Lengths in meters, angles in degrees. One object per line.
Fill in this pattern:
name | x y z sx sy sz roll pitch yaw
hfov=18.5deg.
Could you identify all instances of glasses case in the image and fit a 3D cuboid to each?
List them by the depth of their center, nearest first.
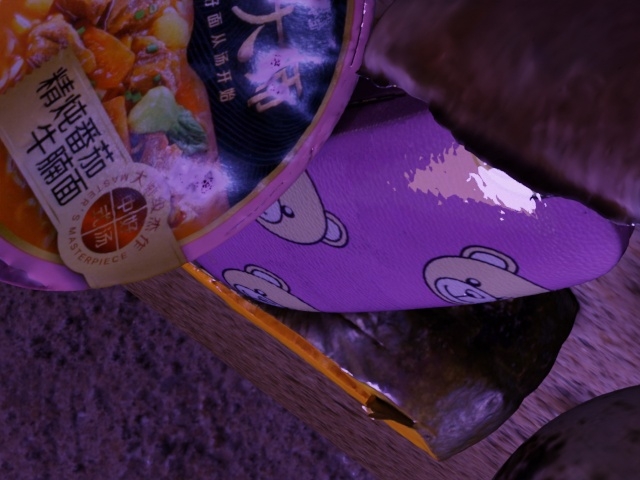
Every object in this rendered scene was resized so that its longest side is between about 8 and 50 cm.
glasses case | 0.025 -0.021 1.003 0.316 0.076 0.123 -7 131 52

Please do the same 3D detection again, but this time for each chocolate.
chocolate | 0.150 -0.027 0.565 0.185 0.100 0.303 14 -172 -30

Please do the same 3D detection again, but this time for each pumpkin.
pumpkin | 0.000 0.000 1.229 0.317 0.139 0.222 39 174 21

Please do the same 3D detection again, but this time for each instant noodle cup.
instant noodle cup | -0.140 -0.135 0.921 0.255 0.244 0.244 42 174 39

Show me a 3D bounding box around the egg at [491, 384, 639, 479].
egg | 0.208 0.226 1.027 0.288 0.287 0.379 29 152 48
